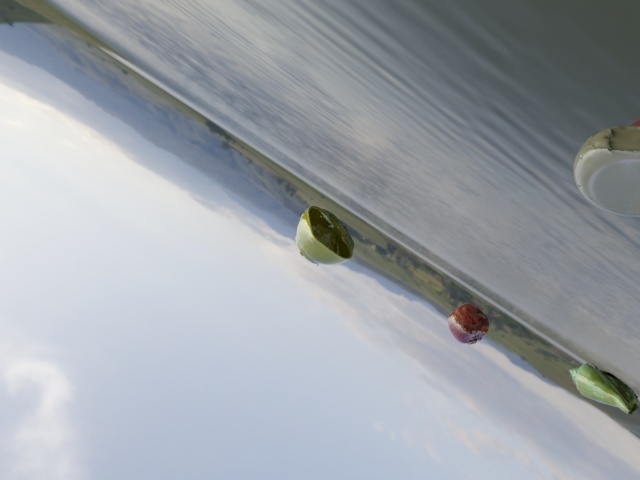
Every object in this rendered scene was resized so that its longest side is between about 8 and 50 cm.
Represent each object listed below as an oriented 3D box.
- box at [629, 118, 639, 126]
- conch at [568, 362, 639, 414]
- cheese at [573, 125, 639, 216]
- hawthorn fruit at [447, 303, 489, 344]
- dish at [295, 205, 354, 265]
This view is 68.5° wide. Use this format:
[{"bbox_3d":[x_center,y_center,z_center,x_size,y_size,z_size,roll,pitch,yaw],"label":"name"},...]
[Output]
[{"bbox_3d":[0.919,-0.188,1.168,0.313,0.089,0.197,46,-165,8],"label":"box"},{"bbox_3d":[0.694,0.358,1.163,0.095,0.079,0.201,-13,-158,-22],"label":"conch"},{"bbox_3d":[0.557,-0.119,0.847,0.175,0.091,0.202,8,152,36],"label":"cheese"},{"bbox_3d":[0.325,0.183,1.044,0.093,0.093,0.093,33,-174,-4],"label":"hawthorn fruit"},{"bbox_3d":[0.000,0.000,1.077,0.148,0.080,0.208,57,-159,9],"label":"dish"}]
